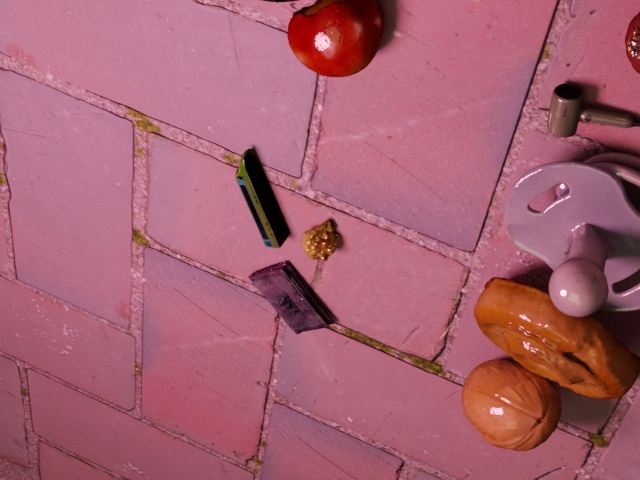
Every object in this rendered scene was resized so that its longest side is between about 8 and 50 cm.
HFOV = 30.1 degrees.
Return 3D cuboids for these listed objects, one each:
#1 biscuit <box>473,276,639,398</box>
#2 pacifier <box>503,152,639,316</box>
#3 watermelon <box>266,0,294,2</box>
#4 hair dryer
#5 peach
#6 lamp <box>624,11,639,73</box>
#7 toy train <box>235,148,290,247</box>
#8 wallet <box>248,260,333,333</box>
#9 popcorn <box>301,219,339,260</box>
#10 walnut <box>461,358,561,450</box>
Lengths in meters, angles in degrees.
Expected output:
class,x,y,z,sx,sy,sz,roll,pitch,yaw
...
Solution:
class,x,y,z,sx,sy,sz,roll,pitch,yaw
biscuit,0.387,0.174,1.993,0.296,0.102,0.296,32,168,8
pacifier,0.411,0.020,1.791,0.299,0.233,0.244,41,136,-12
watermelon,-0.045,-0.455,1.591,0.269,0.269,0.269,18,138,17
hair dryer,0.410,-0.180,1.742,0.150,0.047,0.071,13,136,12
peach,0.033,-0.311,1.803,0.151,0.151,0.118,63,176,-31
lamp,0.453,-0.265,1.590,0.101,0.090,0.101,23,120,50
toy train,-0.115,-0.079,2.173,0.042,0.044,0.209,3,132,32
wallet,-0.058,0.115,2.345,0.111,0.030,0.166,-15,120,47
popcorn,-0.003,0.000,2.171,0.068,0.059,0.083,26,131,8
walnut,0.346,0.299,2.157,0.165,0.165,0.197,57,171,-26
